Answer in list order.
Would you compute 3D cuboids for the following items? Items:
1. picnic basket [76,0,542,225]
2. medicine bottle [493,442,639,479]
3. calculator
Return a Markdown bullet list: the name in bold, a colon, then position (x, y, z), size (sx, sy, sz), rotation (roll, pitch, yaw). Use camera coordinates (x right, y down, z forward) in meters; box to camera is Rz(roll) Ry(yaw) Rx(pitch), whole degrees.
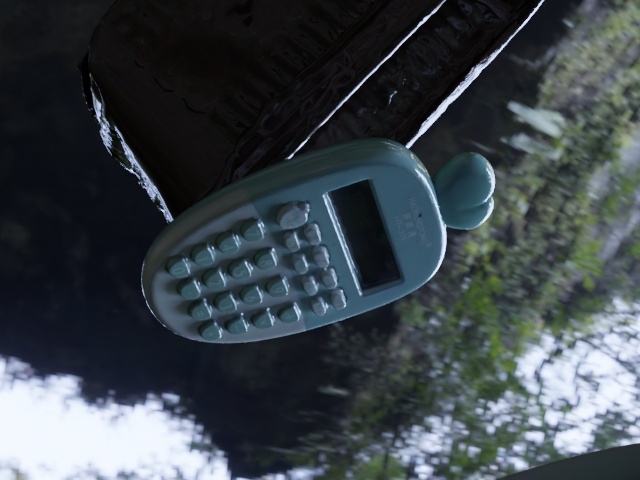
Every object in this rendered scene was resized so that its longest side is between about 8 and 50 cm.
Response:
- **picnic basket**: position (0.003, -0.116, 0.838), size (0.129, 0.222, 0.297), rotation (42, -101, 12)
- **medicine bottle**: position (0.099, 0.208, 0.506), size (0.152, 0.152, 0.254), rotation (-20, -91, 31)
- **calculator**: position (0.000, 0.000, 0.651), size (0.153, 0.095, 0.021), rotation (-22, -132, 0)
